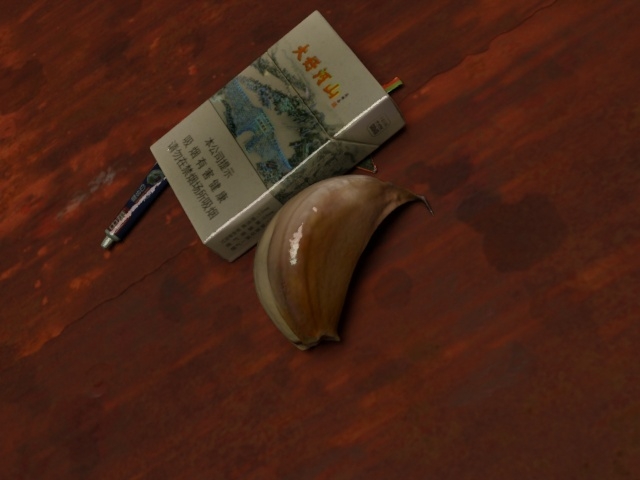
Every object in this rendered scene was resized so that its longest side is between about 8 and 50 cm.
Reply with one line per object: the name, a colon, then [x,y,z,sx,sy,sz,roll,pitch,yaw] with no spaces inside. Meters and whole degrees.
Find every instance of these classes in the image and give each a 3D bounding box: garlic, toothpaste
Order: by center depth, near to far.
garlic: [-0.001,-0.003,0.888,0.128,0.115,0.207,26,75,40]
toothpaste: [-0.225,-0.046,1.072,0.037,0.021,0.140,31,78,29]

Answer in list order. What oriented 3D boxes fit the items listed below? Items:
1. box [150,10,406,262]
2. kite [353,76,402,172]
box: [-0.052,-0.118,0.987,0.256,0.069,0.164,-38,58,6]
kite: [0.023,-0.150,1.012,0.159,0.010,0.190,-21,62,17]
